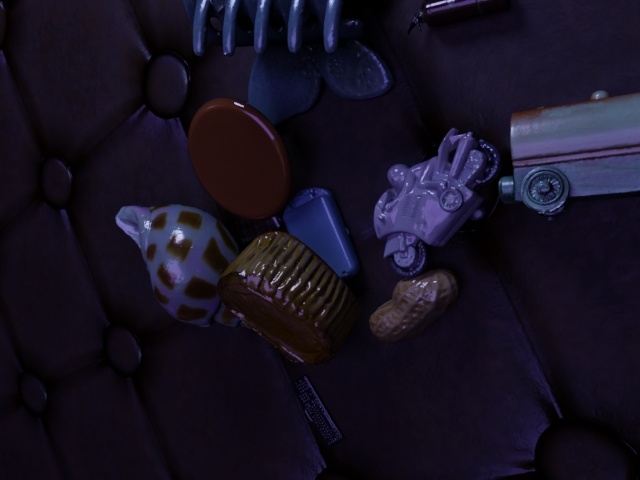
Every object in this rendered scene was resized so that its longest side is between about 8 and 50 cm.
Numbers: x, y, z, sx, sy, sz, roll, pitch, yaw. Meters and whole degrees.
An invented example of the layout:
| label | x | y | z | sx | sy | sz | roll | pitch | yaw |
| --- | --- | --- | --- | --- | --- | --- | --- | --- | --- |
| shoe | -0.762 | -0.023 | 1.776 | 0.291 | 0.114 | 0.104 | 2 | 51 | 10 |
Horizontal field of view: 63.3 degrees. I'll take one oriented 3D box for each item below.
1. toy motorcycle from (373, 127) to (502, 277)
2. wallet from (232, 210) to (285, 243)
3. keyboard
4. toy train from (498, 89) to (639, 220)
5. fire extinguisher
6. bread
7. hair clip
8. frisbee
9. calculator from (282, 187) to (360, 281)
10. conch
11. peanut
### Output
| label | x | y | z | sx | sy | sz | roll | pitch | yaw |
| --- | --- | --- | --- | --- | --- | --- | --- | --- | --- |
| toy motorcycle | 0.174 | -0.073 | 0.870 | 0.171 | 0.110 | 0.260 | 46 | 113 | 30 |
| wallet | -0.159 | -0.117 | 1.087 | 0.124 | 0.042 | 0.230 | -22 | 91 | 31 |
| keyboard | -0.009 | 0.361 | 1.098 | 0.053 | 0.010 | 0.155 | -39 | 78 | 30 |
| toy train | 0.397 | -0.125 | 0.731 | 0.285 | 0.116 | 0.177 | -3 | 84 | 31 |
| fire extinguisher | 0.217 | -0.378 | 0.828 | 0.157 | 0.045 | 0.078 | -2 | 69 | 31 |
| bread | -0.056 | 0.109 | 0.962 | 0.253 | 0.142 | 0.227 | 40 | 142 | -7 |
| hair clip | -0.050 | -0.384 | 0.871 | 0.318 | 0.238 | 0.393 | 9 | 102 | 26 |
| frisbee | -0.161 | -0.151 | 1.007 | 0.250 | 0.021 | 0.251 | 16 | 126 | 24 |
| calculator | 0.000 | 0.000 | 1.016 | 0.121 | 0.039 | 0.211 | -24 | 86 | 33 |
| conch | -0.265 | 0.060 | 1.097 | 0.368 | 0.197 | 0.249 | 63 | 157 | 1 |
| peanut | 0.160 | 0.117 | 0.912 | 0.194 | 0.093 | 0.083 | -42 | 38 | 26 |
